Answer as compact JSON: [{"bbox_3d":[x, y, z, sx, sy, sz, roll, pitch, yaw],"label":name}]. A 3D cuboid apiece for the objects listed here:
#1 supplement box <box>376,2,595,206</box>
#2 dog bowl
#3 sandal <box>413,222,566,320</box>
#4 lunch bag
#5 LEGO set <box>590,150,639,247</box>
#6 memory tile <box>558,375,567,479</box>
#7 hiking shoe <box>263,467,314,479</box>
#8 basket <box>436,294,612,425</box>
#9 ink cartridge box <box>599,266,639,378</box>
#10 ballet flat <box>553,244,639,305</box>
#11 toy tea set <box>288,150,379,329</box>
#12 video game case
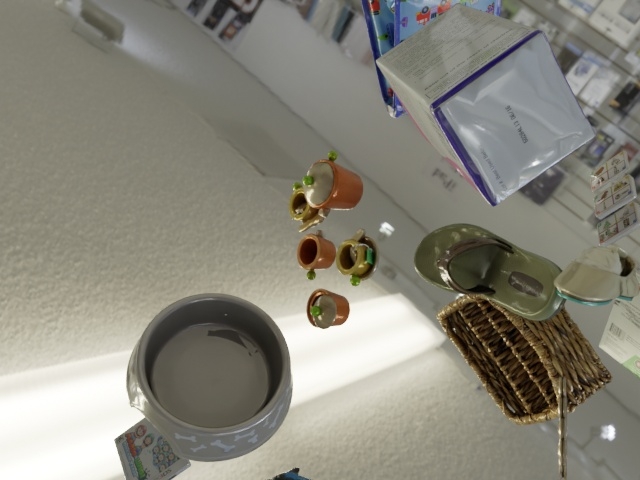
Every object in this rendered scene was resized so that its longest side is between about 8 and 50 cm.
[{"bbox_3d":[0.146,-0.140,0.700,0.111,0.114,0.220,52,-174,-25],"label":"supplement box"},{"bbox_3d":[-0.218,0.261,1.472,0.348,0.102,0.349,7,-125,-10],"label":"dog bowl"},{"bbox_3d":[0.253,0.040,1.155,0.086,0.120,0.302,10,-175,-35],"label":"sandal"},{"bbox_3d":[0.206,-0.368,1.321,0.138,0.220,0.293,51,162,42],"label":"lunch bag"},{"bbox_3d":[0.555,-0.107,1.177,0.060,0.244,0.183,30,-136,-19],"label":"LEGO set"},{"bbox_3d":[0.401,0.311,1.205,0.113,0.012,0.148,65,-149,-49],"label":"memory tile"},{"bbox_3d":[-0.027,0.671,1.855,0.132,0.113,0.304,-26,-149,-31],"label":"hiking shoe"},{"bbox_3d":[0.402,0.215,1.464,0.299,0.223,0.213,57,-175,6],"label":"basket"},{"bbox_3d":[0.710,0.178,1.564,0.086,0.209,0.153,-4,-151,-24],"label":"ink cartridge box"},{"bbox_3d":[0.399,0.044,1.034,0.086,0.086,0.248,46,-157,27],"label":"ballet flat"},{"bbox_3d":[0.000,0.000,1.395,0.124,0.200,0.336,11,-124,-40],"label":"toy tea set"},{"bbox_3d":[-0.356,0.444,1.528,0.157,0.143,0.019,57,-175,38],"label":"video game case"}]
